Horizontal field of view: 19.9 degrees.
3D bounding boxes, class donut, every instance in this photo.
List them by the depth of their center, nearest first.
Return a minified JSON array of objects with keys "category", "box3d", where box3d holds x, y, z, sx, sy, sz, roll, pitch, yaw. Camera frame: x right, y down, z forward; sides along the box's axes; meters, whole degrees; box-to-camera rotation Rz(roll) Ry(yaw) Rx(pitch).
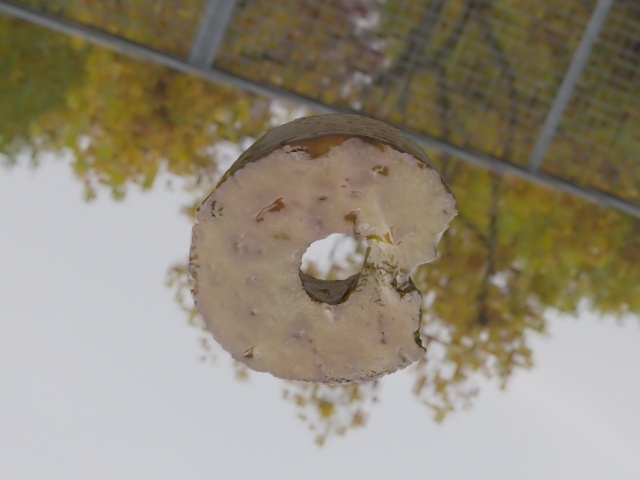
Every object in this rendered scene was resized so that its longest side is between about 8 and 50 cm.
[{"category":"donut","box3d":[0.000,0.000,0.670,0.097,0.108,0.043,14,-151,-8]}]
